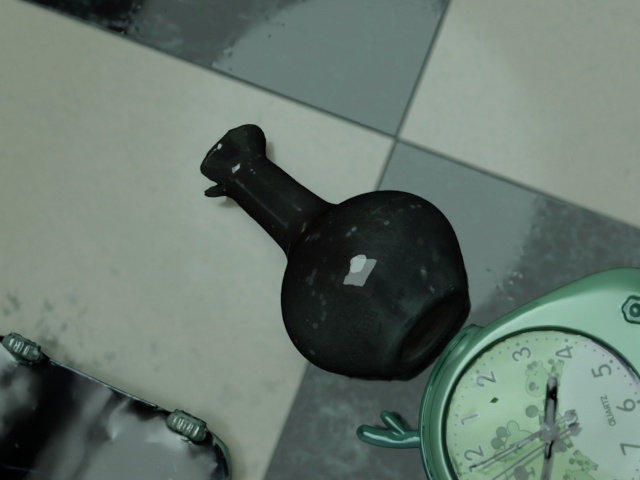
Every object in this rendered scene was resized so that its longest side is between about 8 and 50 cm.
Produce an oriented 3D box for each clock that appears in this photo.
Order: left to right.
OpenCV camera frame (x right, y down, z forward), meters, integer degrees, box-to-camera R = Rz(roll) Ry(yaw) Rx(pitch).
[{"bbox_3d":[0.132,0.115,1.050,0.211,0.066,0.159,-18,82,4],"label":"clock"}]

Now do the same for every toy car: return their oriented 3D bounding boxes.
[{"bbox_3d":[-0.153,0.126,1.084,0.205,0.056,0.095,24,87,11],"label":"toy car"}]

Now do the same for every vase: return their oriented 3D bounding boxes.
[{"bbox_3d":[0.000,0.000,1.059,0.183,0.120,0.120,40,89,22],"label":"vase"}]
